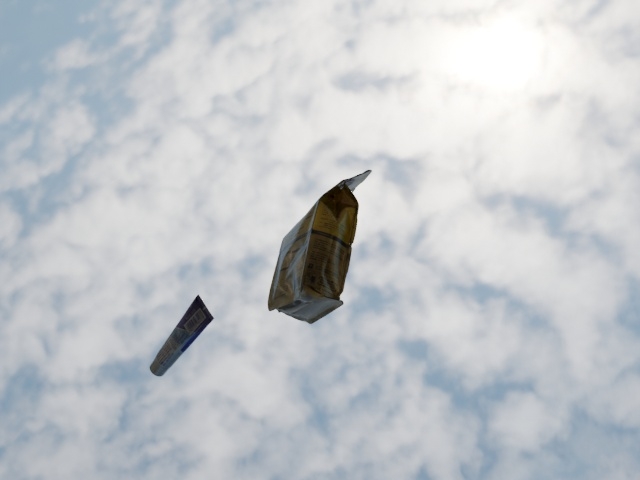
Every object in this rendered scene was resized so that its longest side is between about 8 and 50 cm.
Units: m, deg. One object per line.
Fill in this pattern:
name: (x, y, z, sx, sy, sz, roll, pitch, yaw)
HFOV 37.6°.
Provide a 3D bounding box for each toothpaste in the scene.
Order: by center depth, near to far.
toothpaste: (-0.108, 0.077, 0.730, 0.024, 0.015, 0.083, 53, -55, 22)

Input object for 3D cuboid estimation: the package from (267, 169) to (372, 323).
package: (0.000, 0.000, 0.790, 0.071, 0.047, 0.131, -39, -147, 61)
